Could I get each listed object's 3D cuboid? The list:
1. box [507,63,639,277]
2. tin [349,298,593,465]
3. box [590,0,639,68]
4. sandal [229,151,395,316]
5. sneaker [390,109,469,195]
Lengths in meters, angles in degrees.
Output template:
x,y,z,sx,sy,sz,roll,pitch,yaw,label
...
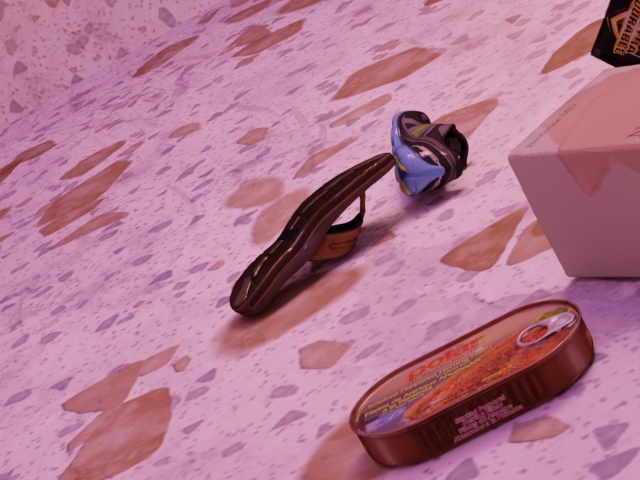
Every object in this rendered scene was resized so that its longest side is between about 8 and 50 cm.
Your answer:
x,y,z,sx,sy,sz,roll,pitch,yaw,label
0.304,-0.058,1.274,0.148,0.121,0.311,-41,21,-30,box
0.112,0.105,1.268,0.190,0.040,0.106,-27,22,7,tin
0.396,-0.339,1.724,0.322,0.079,0.257,-47,-19,-44,box
0.000,0.000,1.702,0.219,0.060,0.090,-50,16,-14,sandal
0.113,-0.090,1.776,0.078,0.067,0.188,-8,17,0,sneaker
